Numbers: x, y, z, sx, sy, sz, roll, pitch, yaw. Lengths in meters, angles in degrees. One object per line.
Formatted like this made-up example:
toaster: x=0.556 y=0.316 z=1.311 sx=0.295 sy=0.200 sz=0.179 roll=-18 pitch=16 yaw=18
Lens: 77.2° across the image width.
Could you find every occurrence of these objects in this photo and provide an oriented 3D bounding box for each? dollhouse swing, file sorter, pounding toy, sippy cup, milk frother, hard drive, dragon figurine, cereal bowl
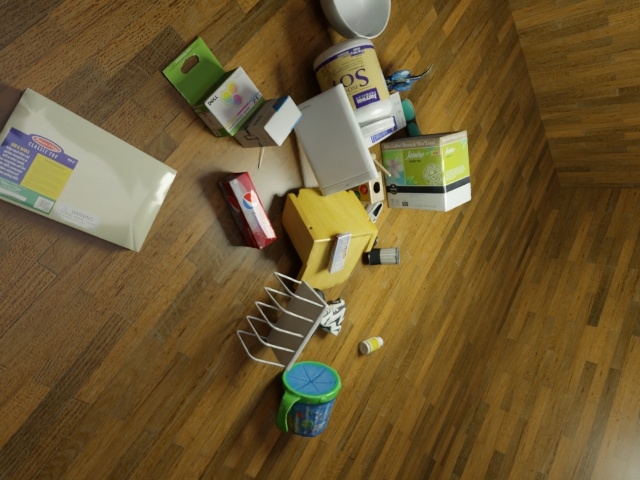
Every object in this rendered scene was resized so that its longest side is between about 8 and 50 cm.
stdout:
dollhouse swing: x=0.000 y=0.000 z=1.651 sx=0.346 sy=0.305 sz=0.315 roll=-10 pitch=62 yaw=-40
file sorter: x=-0.143 y=0.279 z=1.426 sx=0.173 sy=0.193 sz=0.278 roll=28 pitch=97 yaw=-37
pounding toy: x=0.203 y=-0.264 z=1.711 sx=0.094 sy=0.181 sz=0.206 roll=-23 pitch=111 yaw=-37
sippy cup: x=-0.047 y=0.646 z=1.608 sx=0.305 sy=0.240 sz=0.224 roll=0 pitch=107 yaw=-19
milk frother: x=0.296 y=0.037 z=1.869 sx=0.129 sy=0.134 sz=0.143 roll=-54 pitch=137 yaw=-62
hard drive: x=0.044 y=-0.359 z=1.485 sx=0.047 sy=0.233 sz=0.353 roll=-45 pitch=114 yaw=-56
dragon figurine: x=0.358 y=-0.708 z=1.774 sx=0.144 sy=0.289 sz=0.085 roll=-68 pitch=149 yaw=-65
cereal bowl: x=0.115 y=-0.951 z=1.561 sx=0.339 sy=0.141 sz=0.339 roll=-8 pitch=102 yaw=-41

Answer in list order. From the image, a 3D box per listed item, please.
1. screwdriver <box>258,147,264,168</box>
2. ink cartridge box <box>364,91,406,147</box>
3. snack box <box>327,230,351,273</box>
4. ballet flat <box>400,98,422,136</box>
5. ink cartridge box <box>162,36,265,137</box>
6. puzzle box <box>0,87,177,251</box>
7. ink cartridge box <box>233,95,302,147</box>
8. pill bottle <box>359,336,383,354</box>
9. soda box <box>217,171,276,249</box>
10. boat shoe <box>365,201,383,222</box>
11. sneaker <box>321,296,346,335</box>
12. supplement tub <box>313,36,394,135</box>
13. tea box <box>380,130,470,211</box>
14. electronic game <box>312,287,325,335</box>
screwdriver: x=-0.201 y=-0.341 z=1.445 sx=0.024 sy=0.025 sz=0.170 roll=12 pitch=87 yaw=-42
ink cartridge box: x=0.253 y=-0.536 z=1.796 sx=0.332 sy=0.065 sz=0.165 roll=-36 pitch=118 yaw=-34
snack box: x=0.071 y=0.048 z=1.523 sx=0.064 sy=0.022 sz=0.178 roll=-17 pitch=136 yaw=-33
ballet flat: x=0.438 y=-0.593 z=1.961 sx=0.232 sy=0.080 sz=0.073 roll=62 pitch=30 yaw=-32
ink cartridge box: x=-0.329 y=-0.483 z=1.262 sx=0.189 sy=0.097 sz=0.255 roll=-56 pitch=128 yaw=-21
puzzle box: x=-0.627 y=-0.169 z=1.071 sx=0.409 sy=0.052 sz=0.272 roll=31 pitch=76 yaw=-40
ink cartridge box: x=-0.184 y=-0.390 z=1.335 sx=0.086 sy=0.203 sz=0.148 roll=47 pitch=66 yaw=-38
pill bottle: x=0.248 y=0.506 z=1.941 sx=0.116 sy=0.065 sz=0.065 roll=-10 pitch=103 yaw=-40
soda box: x=-0.252 y=-0.102 z=1.388 sx=0.083 sy=0.092 sz=0.263 roll=-38 pitch=119 yaw=-33
boat shoe: x=0.230 y=-0.105 z=1.837 sx=0.184 sy=0.063 sz=0.066 roll=-55 pitch=127 yaw=-22
sneaker: x=0.033 y=0.293 z=1.700 sx=0.235 sy=0.094 sz=0.153 roll=43 pitch=67 yaw=-37
supplement tub: x=0.133 y=-0.560 z=1.528 sx=0.241 sy=0.241 sz=0.331 roll=-27 pitch=100 yaw=-36
tea box: x=0.487 y=-0.322 z=1.858 sx=0.220 sy=0.329 sz=0.324 roll=-22 pitch=109 yaw=-37
electronic game: x=-0.056 y=0.289 z=1.531 sx=0.048 sy=0.229 sz=0.229 roll=29 pitch=76 yaw=-24
